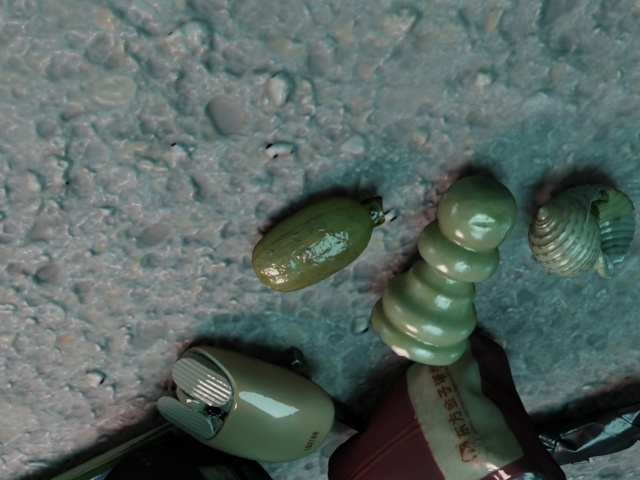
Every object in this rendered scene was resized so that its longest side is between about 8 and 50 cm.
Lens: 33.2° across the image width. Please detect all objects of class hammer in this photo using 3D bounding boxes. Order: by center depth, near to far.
[{"bbox_3d":[0.003,0.243,1.561,0.103,0.029,0.246,-38,129,18],"label":"hammer"}]

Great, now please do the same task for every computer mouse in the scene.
[{"bbox_3d":[-0.098,0.228,1.456,0.236,0.082,0.145,22,122,-11],"label":"computer mouse"}]

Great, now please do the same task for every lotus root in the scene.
[{"bbox_3d":[0.000,0.001,1.319,0.183,0.077,0.090,-28,131,12],"label":"lotus root"}]

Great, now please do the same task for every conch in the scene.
[{"bbox_3d":[0.331,-0.017,1.371,0.135,0.102,0.153,-55,145,10],"label":"conch"}]

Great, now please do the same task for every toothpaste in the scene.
[{"bbox_3d":[-0.345,0.353,1.544,0.392,0.061,0.099,-25,145,5],"label":"toothpaste"}]

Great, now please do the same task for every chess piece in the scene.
[{"bbox_3d":[0.168,0.030,1.360,0.133,0.133,0.243,10,122,-21],"label":"chess piece"}]

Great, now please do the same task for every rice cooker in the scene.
[{"bbox_3d":[-0.184,0.407,1.458,0.267,0.267,0.224,-46,151,24],"label":"rice cooker"}]

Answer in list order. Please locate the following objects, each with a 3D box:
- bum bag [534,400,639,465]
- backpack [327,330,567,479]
[{"bbox_3d":[0.408,0.311,1.682,0.310,0.074,0.137,-19,143,10],"label":"bum bag"},{"bbox_3d":[0.158,0.313,1.488,0.317,0.283,0.197,-41,131,20],"label":"backpack"}]
